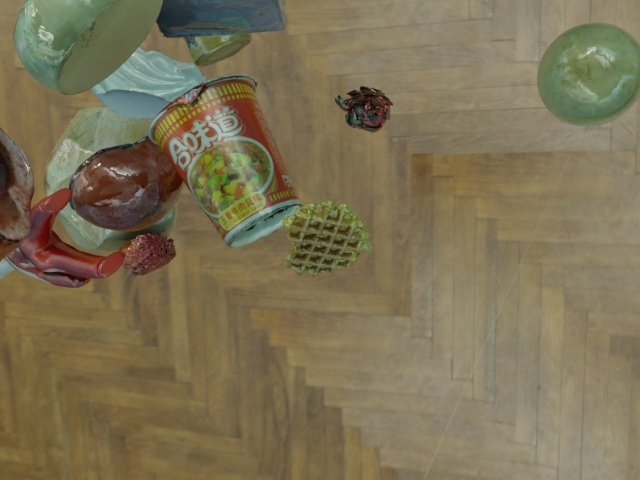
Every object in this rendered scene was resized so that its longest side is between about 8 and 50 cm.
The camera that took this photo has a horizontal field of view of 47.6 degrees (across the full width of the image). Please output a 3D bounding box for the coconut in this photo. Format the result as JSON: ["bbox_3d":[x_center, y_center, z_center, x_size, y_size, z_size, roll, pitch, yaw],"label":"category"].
[{"bbox_3d":[-0.561,-0.146,1.941,0.344,0.415,0.415,-18,93,21],"label":"coconut"}]

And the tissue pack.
[{"bbox_3d":[-0.229,-0.550,1.437,0.288,0.394,0.124,-2,77,3],"label":"tissue pack"}]

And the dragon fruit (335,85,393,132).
[{"bbox_3d":[0.118,-0.334,1.838,0.130,0.142,0.121,-40,72,57],"label":"dragon fruit"}]

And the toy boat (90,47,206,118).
[{"bbox_3d":[-0.386,-0.327,1.540,0.290,0.199,0.100,3,69,15],"label":"toy boat"}]

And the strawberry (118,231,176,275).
[{"bbox_3d":[-0.436,0.038,1.883,0.121,0.188,0.082,-37,71,23],"label":"strawberry"}]

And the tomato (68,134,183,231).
[{"bbox_3d":[-0.335,-0.081,1.333,0.112,0.228,0.199,50,147,25],"label":"tomato"}]

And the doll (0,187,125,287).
[{"bbox_3d":[-0.476,0.011,1.212,0.384,0.099,0.188,-8,124,43],"label":"doll"}]

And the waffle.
[{"bbox_3d":[0.002,-0.001,0.612,0.078,0.016,0.085,-13,138,5],"label":"waffle"}]

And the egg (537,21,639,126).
[{"bbox_3d":[0.585,-0.357,1.584,0.218,0.295,0.218,1,96,12],"label":"egg"}]

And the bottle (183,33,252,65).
[{"bbox_3d":[-0.336,-0.655,1.932,0.171,0.171,0.351,-26,95,23],"label":"bottle"}]

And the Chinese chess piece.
[{"bbox_3d":[-0.360,-0.344,1.137,0.101,0.250,0.250,44,112,-4],"label":"Chinese chess piece"}]

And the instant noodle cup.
[{"bbox_3d":[-0.131,-0.111,1.099,0.193,0.193,0.212,-33,80,23],"label":"instant noodle cup"}]

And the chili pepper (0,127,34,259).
[{"bbox_3d":[-0.485,-0.022,0.753,0.305,0.229,0.251,-36,127,9],"label":"chili pepper"}]
